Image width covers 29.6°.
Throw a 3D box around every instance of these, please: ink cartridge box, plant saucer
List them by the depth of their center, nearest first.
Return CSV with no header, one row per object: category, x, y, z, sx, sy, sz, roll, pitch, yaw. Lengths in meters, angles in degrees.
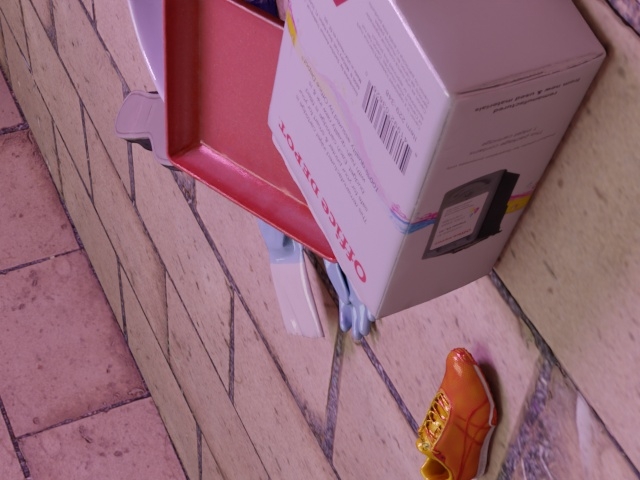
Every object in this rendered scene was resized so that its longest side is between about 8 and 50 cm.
ink cartridge box,0.070,-0.116,0.941,0.226,0.131,0.306,63,160,24
plant saucer,-0.057,-0.136,1.270,0.258,0.048,0.259,31,140,25

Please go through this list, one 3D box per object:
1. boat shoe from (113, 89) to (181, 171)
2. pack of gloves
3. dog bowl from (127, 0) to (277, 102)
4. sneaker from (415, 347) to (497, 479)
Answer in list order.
boat shoe,-0.201,-0.159,1.755,0.335,0.095,0.112,25,95,60
pack of gloves,0.000,0.000,1.405,0.195,0.046,0.232,0,107,55
dog bowl,-0.146,-0.276,1.439,0.265,0.104,0.265,54,155,41
sneaker,0.126,0.176,1.147,0.064,0.067,0.175,-127,28,-48
